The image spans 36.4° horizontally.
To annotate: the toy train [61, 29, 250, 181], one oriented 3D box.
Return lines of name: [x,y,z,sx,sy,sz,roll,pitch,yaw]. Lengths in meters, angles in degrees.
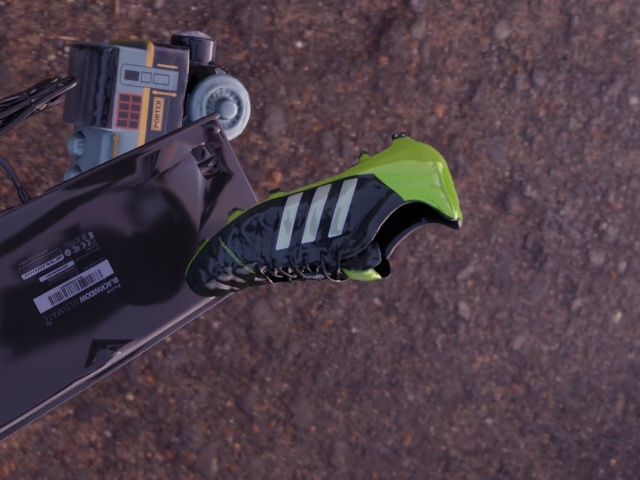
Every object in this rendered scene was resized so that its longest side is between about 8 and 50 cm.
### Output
toy train: [-0.197,-0.073,1.089,0.190,0.142,0.334,2,101,-37]

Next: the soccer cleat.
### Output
soccer cleat: [0.000,0.000,0.596,0.179,0.072,0.060,-27,155,8]

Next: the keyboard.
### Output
keyboard: [-0.178,-0.005,0.615,0.317,0.033,0.201,-32,102,-37]
